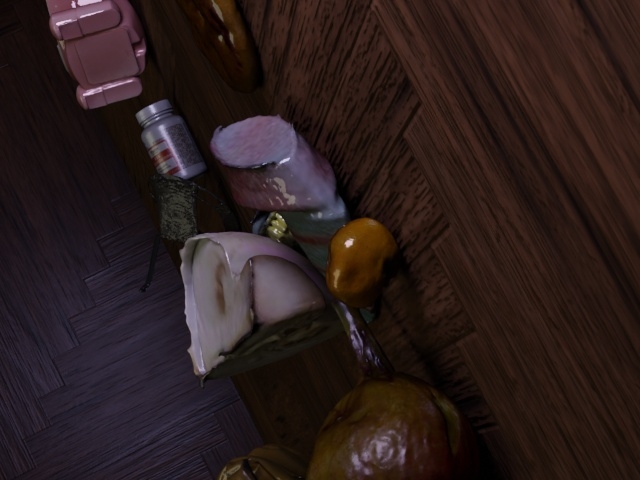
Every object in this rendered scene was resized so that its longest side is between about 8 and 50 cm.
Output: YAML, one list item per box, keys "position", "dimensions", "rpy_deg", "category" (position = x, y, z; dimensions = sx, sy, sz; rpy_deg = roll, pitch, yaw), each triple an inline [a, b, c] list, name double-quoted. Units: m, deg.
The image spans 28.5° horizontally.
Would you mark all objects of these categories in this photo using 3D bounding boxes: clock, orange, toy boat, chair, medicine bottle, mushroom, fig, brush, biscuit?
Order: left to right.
- position: [-0.379, -0.380, 2.106]
  dimensions: [0.227, 0.142, 0.241]
  rpy_deg: [81, 170, -54]
  category: "clock"
- position: [-0.252, -0.161, 2.112]
  dimensions: [0.140, 0.079, 0.079]
  rpy_deg: [64, 169, 1]
  category: "medicine bottle"
- position: [-0.214, -0.012, 2.095]
  dimensions: [0.174, 0.149, 0.213]
  rpy_deg: [10, 106, 35]
  category: "chair"
- position: [-0.128, -0.260, 1.427]
  dimensions: [0.212, 0.036, 0.212]
  rpy_deg: [59, 169, 20]
  category: "biscuit"
- position: [-0.060, 0.052, 1.516]
  dimensions: [0.236, 0.173, 0.162]
  rpy_deg: [-43, 66, 60]
  category: "mushroom"
- position: [-0.042, 0.025, 1.645]
  dimensions: [0.060, 0.068, 0.297]
  rpy_deg: [34, 162, 15]
  category: "brush"
- position: [0.000, 0.000, 1.348]
  dimensions: [0.206, 0.096, 0.282]
  rpy_deg: [24, 149, 54]
  category: "toy boat"
- position: [0.041, 0.022, 1.193]
  dimensions: [0.062, 0.086, 0.086]
  rpy_deg: [19, 139, 42]
  category: "orange"
- position: [0.062, 0.179, 1.245]
  dimensions: [0.190, 0.190, 0.290]
  rpy_deg: [113, 147, -75]
  category: "fig"

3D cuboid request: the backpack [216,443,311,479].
- position: [-0.023, 0.509, 1.975]
  dimensions: [0.378, 0.201, 0.354]
  rpy_deg: [39, 131, 35]
  category: "backpack"
